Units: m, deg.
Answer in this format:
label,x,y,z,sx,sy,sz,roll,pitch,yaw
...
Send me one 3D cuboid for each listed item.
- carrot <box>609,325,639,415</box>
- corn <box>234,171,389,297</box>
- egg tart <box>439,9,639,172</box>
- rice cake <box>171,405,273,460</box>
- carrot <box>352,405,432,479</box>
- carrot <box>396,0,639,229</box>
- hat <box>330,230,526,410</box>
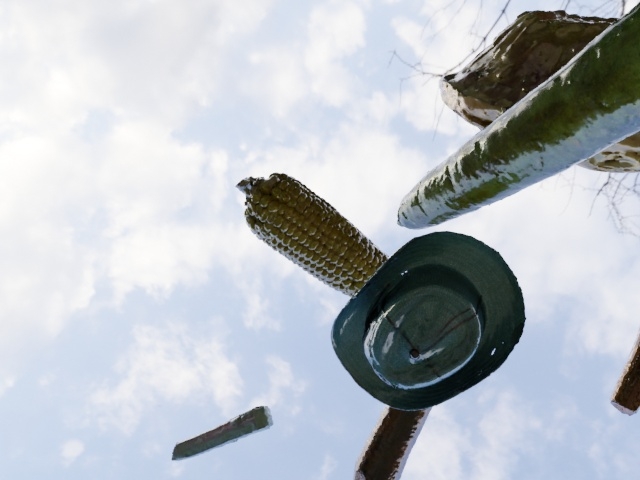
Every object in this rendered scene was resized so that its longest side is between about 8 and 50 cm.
label,x,y,z,sx,sy,sz,roll,pitch,yaw
carrot,0.456,0.166,0.724,0.055,0.055,0.161,31,-104,17
corn,0.000,0.000,0.841,0.322,0.119,0.119,36,-106,-8
egg tart,0.313,-0.182,0.595,0.352,0.150,0.352,7,-155,-3
rice cake,-0.148,0.286,0.760,0.208,0.033,0.033,-31,-119,29
carrot,0.130,0.224,0.718,0.066,0.066,0.314,28,-84,16
carrot,0.167,-0.081,0.409,0.074,0.358,0.074,12,-117,-26
hat,0.092,0.082,0.465,0.138,0.078,0.191,46,-75,1
